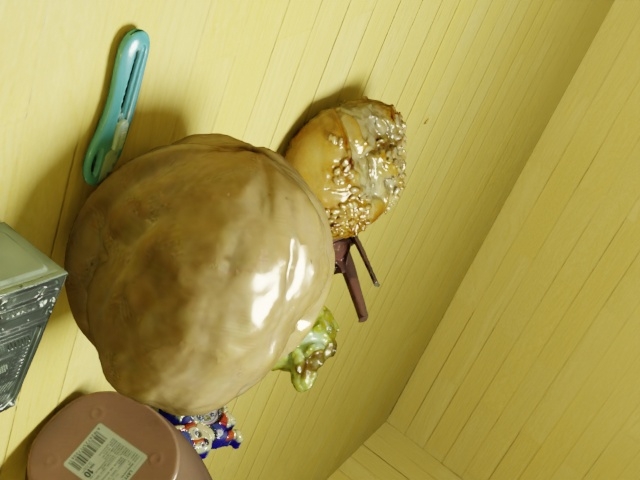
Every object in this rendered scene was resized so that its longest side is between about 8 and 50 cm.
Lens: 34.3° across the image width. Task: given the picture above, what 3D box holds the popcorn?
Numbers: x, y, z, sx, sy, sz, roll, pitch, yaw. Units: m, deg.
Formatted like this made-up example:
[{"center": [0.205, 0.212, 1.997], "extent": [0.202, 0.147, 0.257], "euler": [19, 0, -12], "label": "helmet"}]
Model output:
[{"center": [-0.045, 0.228, 2.278], "extent": [0.197, 0.212, 0.198], "euler": [-15, 140, -13], "label": "popcorn"}]

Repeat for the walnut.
[{"center": [-0.159, 0.039, 1.375], "extent": [0.381, 0.381, 0.381], "euler": [-48, 162, -21], "label": "walnut"}]

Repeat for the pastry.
[{"center": [0.062, -0.129, 1.870], "extent": [0.311, 0.161, 0.255], "euler": [-34, 135, -48], "label": "pastry"}]

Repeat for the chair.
[{"center": [0.000, 0.000, 2.094], "extent": [0.326, 0.183, 0.176], "euler": [-101, -159, -44], "label": "chair"}]

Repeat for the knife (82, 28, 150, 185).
[{"center": [-0.248, -0.159, 1.268], "extent": [0.064, 0.031, 0.222], "euler": [-31, 151, -52], "label": "knife"}]

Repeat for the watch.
[{"center": [-0.278, 0.388, 2.036], "extent": [0.196, 0.171, 0.200], "euler": [-13, 148, -48], "label": "watch"}]

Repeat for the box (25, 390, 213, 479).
[{"center": [-0.332, 0.394, 1.683], "extent": [0.301, 0.301, 0.216], "euler": [-46, 153, -25], "label": "box"}]

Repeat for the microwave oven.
[{"center": [-0.404, 0.104, 1.196], "extent": [0.162, 0.122, 0.208], "euler": [-21, 143, -59], "label": "microwave oven"}]
